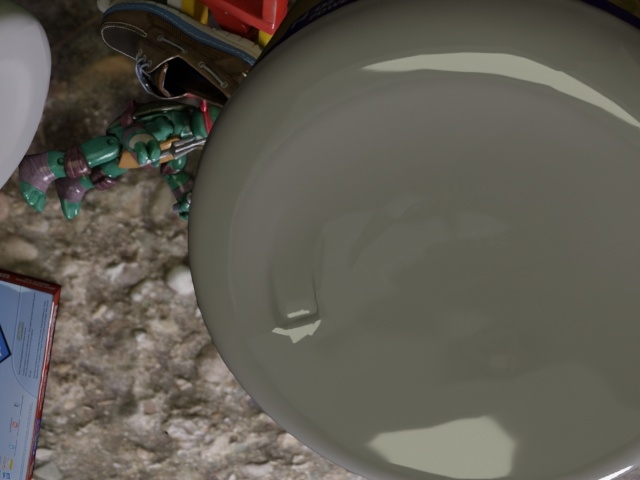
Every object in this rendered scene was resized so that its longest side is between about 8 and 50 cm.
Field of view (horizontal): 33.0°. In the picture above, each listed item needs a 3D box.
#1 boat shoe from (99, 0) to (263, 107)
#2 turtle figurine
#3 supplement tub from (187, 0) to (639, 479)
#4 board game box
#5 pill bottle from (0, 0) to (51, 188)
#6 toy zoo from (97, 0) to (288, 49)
[{"bbox_3d":[-0.136,-0.168,0.990,0.183,0.066,0.066,19,150,24],"label":"boat shoe"},{"bbox_3d":[-0.172,-0.082,1.084,0.234,0.118,0.175,-14,153,15],"label":"turtle figurine"},{"bbox_3d":[0.086,-0.057,0.565,0.241,0.331,0.241,5,121,9],"label":"supplement tub"},{"bbox_3d":[-0.394,0.158,1.267,0.145,0.027,0.281,15,116,-2],"label":"board game box"},{"bbox_3d":[-0.474,-0.190,0.985,0.407,0.229,0.229,28,116,8],"label":"pill bottle"},{"bbox_3d":[-0.118,-0.240,0.963,0.192,0.030,0.293,28,152,9],"label":"toy zoo"}]
